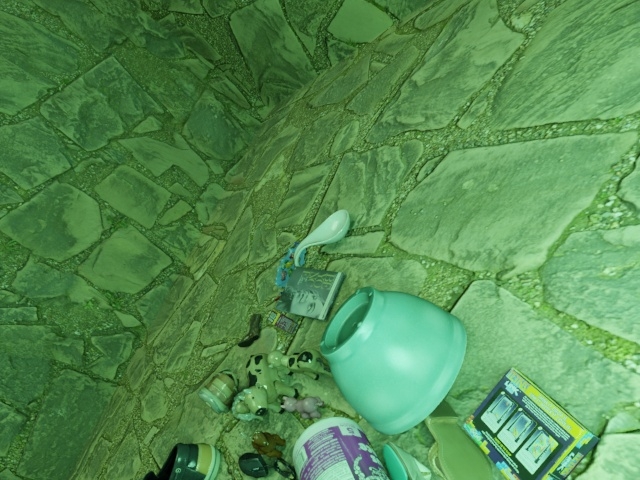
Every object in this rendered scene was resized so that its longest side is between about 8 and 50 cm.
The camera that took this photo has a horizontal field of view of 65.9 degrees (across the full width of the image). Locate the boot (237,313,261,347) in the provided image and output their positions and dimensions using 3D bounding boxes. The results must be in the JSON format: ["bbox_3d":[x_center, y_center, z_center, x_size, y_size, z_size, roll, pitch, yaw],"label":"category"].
[{"bbox_3d":[-0.263,0.334,1.841,0.106,0.037,0.114,-31,36,20],"label":"boot"}]

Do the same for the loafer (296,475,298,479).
[{"bbox_3d":[0.004,0.557,1.098,0.148,0.050,0.056,35,94,49],"label":"loafer"}]

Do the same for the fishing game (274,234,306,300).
[{"bbox_3d":[-0.121,0.093,1.872,0.189,0.041,0.264,-35,34,39],"label":"fishing game"}]

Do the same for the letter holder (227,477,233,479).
[{"bbox_3d":[-0.333,0.788,1.302,0.214,0.152,0.302,-49,26,12],"label":"letter holder"}]

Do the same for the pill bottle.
[{"bbox_3d":[0.060,0.492,0.931,0.169,0.169,0.301,-54,26,6],"label":"pill bottle"}]

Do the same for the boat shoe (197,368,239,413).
[{"bbox_3d":[-0.312,0.484,1.606,0.116,0.123,0.324,-49,0,-16],"label":"boat shoe"}]

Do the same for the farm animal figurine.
[{"bbox_3d":[-0.136,0.406,1.373,0.330,0.172,0.327,-57,25,-1],"label":"farm animal figurine"}]

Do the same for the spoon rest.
[{"bbox_3d":[0.000,0.000,1.710,0.276,0.084,0.137,-48,27,14],"label":"spoon rest"}]

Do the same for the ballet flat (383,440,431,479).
[{"bbox_3d":[0.181,0.450,0.895,0.213,0.068,0.072,-126,36,-64],"label":"ballet flat"}]

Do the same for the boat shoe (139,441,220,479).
[{"bbox_3d":[-0.519,0.826,1.582,0.500,0.156,0.186,-51,28,15],"label":"boat shoe"}]

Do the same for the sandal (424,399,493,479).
[{"bbox_3d":[0.233,0.389,0.887,0.240,0.088,0.079,-107,23,-67],"label":"sandal"}]

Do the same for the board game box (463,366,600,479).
[{"bbox_3d":[0.333,0.312,0.802,0.141,0.048,0.170,-52,25,5],"label":"board game box"}]

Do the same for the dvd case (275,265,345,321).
[{"bbox_3d":[-0.036,0.166,1.585,0.221,0.018,0.164,5,62,42],"label":"dvd case"}]

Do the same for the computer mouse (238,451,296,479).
[{"bbox_3d":[-0.143,0.596,1.281,0.041,0.071,0.242,-26,4,-43],"label":"computer mouse"}]

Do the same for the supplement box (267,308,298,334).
[{"bbox_3d":[-0.125,0.267,1.621,0.043,0.083,0.055,-60,25,-8],"label":"supplement box"}]

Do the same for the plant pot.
[{"bbox_3d":[0.124,0.220,1.031,0.293,0.196,0.293,-49,12,14],"label":"plant pot"}]
